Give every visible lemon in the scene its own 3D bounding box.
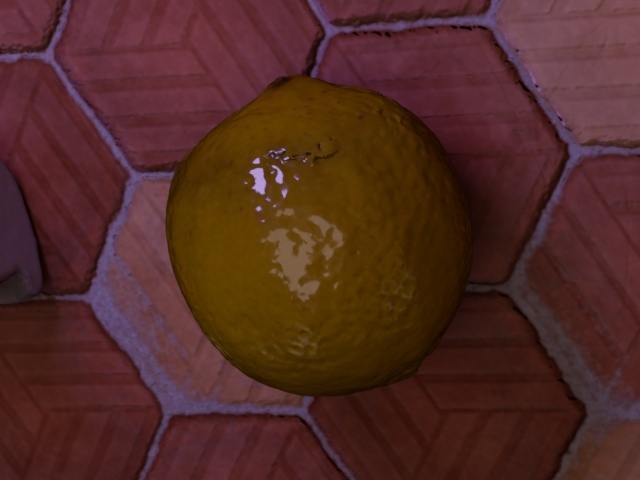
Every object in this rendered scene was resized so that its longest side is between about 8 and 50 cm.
[{"bbox_3d":[-0.001,-0.001,1.389,0.293,0.293,0.293,6,110,16],"label":"lemon"}]

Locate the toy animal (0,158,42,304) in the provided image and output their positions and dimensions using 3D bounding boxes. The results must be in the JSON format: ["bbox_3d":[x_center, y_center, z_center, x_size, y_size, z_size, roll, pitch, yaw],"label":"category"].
[{"bbox_3d":[-0.475,0.017,1.591,0.368,0.196,0.241,-22,94,21],"label":"toy animal"}]
